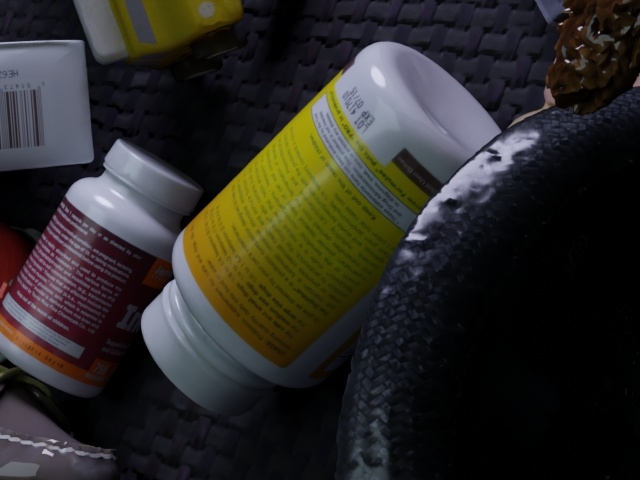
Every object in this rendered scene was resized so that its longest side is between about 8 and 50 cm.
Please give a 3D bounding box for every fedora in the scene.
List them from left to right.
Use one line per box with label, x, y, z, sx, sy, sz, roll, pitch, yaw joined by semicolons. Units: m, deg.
fedora;0.142;0.108;0.809;0.152;0.334;0.334;120;157;-62

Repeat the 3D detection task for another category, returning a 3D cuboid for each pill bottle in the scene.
pill bottle;-0.140;0.016;1.250;0.152;0.086;0.086;-59;40;6
pill bottle;0.000;0.000;1.084;0.215;0.117;0.117;-44;43;21

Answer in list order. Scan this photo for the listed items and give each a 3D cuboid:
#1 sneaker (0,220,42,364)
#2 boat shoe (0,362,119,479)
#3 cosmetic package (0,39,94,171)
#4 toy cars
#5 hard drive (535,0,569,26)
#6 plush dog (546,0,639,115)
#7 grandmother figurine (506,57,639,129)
sneaker;-0.288;0.009;1.387;0.279;0.118;0.107;23;88;50
boat shoe;-0.227;0.122;1.267;0.324;0.116;0.097;1;73;53
cosmetic package;-0.237;-0.090;1.325;0.231;0.117;0.085;-167;73;-67
toy cars;-0.149;-0.213;1.313;0.087;0.176;0.394;-19;42;-13
hard drive;0.167;-0.246;1.087;0.172;0.054;0.255;-35;48;29
plush dog;0.216;-0.097;0.745;0.262;0.211;0.225;-30;53;-23
grandmother figurine;0.194;-0.188;0.928;0.208;0.104;0.342;33;112;31
